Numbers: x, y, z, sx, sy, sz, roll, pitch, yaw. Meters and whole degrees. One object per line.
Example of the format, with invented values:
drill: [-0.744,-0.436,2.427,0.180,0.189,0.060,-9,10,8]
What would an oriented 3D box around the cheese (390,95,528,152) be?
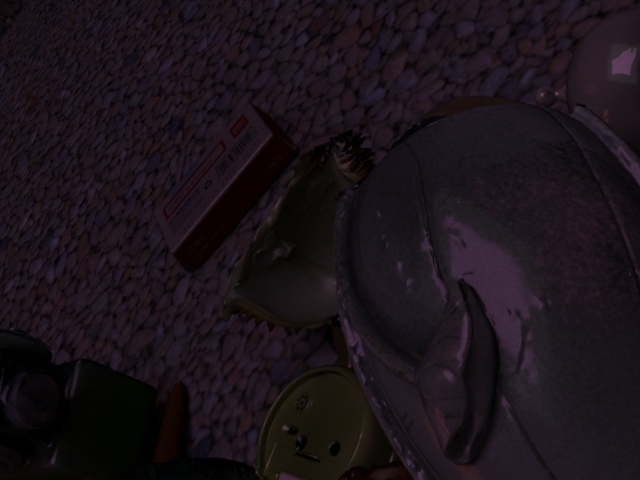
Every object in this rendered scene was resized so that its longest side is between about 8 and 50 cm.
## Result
cheese: [0.137,-0.021,0.886,0.235,0.117,0.218,-32,45,34]

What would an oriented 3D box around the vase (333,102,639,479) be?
vase: [0.169,0.130,0.595,0.250,0.250,0.445,-35,54,25]

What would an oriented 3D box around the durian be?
durian: [0.000,0.000,1.010,0.144,0.139,0.252,31,87,50]

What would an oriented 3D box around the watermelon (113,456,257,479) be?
watermelon: [-0.176,0.352,0.945,0.224,0.180,0.305,37,88,10]

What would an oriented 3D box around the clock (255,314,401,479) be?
clock: [0.012,0.187,0.905,0.170,0.069,0.232,2,64,49]

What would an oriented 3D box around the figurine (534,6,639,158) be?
figurine: [0.305,-0.133,0.780,0.144,0.182,0.257,-28,7,-41]

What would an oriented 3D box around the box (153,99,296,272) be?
box: [-0.138,-0.074,1.298,0.229,0.050,0.123,-49,35,9]

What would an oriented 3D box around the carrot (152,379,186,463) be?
carrot: [-0.175,0.249,1.097,0.048,0.048,0.216,-35,36,26]

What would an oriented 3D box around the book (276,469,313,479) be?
book: [0.039,0.300,0.757,0.242,0.018,0.170,11,70,29]

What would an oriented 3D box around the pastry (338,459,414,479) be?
pastry: [0.087,0.248,0.682,0.097,0.115,0.208,-32,53,4]

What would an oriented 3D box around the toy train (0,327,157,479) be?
toy train: [-0.371,0.227,1.156,0.307,0.249,0.173,-20,52,40]
